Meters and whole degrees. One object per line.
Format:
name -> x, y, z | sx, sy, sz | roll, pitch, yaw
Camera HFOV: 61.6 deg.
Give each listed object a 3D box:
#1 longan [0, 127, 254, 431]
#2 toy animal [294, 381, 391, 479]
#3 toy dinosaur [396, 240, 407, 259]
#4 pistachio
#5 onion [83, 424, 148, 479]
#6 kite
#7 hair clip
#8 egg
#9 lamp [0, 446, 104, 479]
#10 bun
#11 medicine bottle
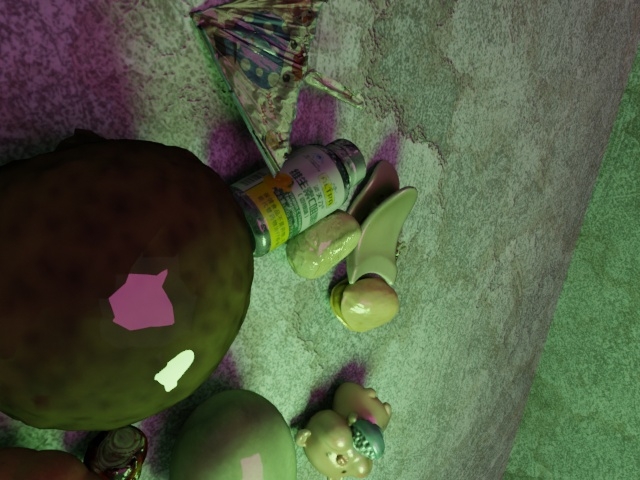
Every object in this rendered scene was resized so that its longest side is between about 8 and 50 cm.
longan -> -0.278, 0.047, 0.691 | 0.391, 0.391, 0.391 | -23, 125, -37
toy animal -> 0.069, 0.497, 1.423 | 0.210, 0.229, 0.221 | 51, 25, -18
toy dinosaur -> 0.202, 0.012, 1.413 | 0.058, 0.037, 0.180 | -37, 133, -34
pistachio -> 0.114, 0.160, 1.333 | 0.200, 0.117, 0.145 | 10, 90, -48
onion -> -0.367, 0.394, 0.967 | 0.117, 0.119, 0.118 | -38, 134, -42
kite -> -0.056, -0.312, 0.936 | 0.368, 0.014, 0.406 | 16, 84, -35
hair clip -> 0.138, -0.042, 1.277 | 0.173, 0.113, 0.282 | 5, 110, -45
egg -> -0.174, 0.468, 1.092 | 0.258, 0.258, 0.352 | -14, 120, -41
lamp -> -0.448, 0.459, 0.816 | 0.305, 0.239, 0.305 | 0, 94, -3
bun -> 0.000, 0.000, 1.127 | 0.188, 0.111, 0.164 | -34, 165, -33
medicine bottle -> -0.045, -0.094, 1.025 | 0.293, 0.141, 0.141 | -34, 131, -31
